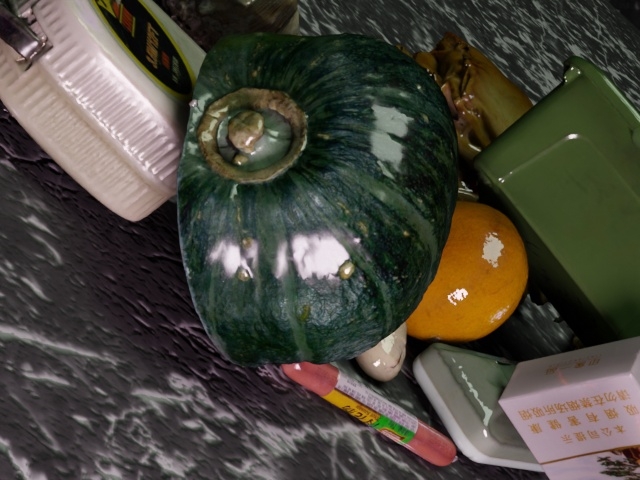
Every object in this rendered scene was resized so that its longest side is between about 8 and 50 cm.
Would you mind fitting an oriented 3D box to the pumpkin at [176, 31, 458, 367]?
[{"bbox_3d":[0.017,-0.035,1.549,0.263,0.197,0.293,73,21,-50],"label":"pumpkin"}]

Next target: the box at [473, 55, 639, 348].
[{"bbox_3d":[0.302,0.003,1.929,0.328,0.178,0.253,51,-8,18],"label":"box"}]

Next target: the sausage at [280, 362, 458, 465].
[{"bbox_3d":[0.044,0.147,1.656,0.223,0.029,0.029,34,24,-31],"label":"sausage"}]

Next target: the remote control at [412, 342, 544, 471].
[{"bbox_3d":[0.218,0.172,1.896,0.335,0.065,0.128,16,39,-54],"label":"remote control"}]

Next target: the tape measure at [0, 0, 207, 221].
[{"bbox_3d":[-0.202,-0.157,1.608,0.231,0.133,0.271,46,18,-23],"label":"tape measure"}]

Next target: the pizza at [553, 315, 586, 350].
[{"bbox_3d":[0.362,0.153,2.129,0.280,0.075,0.288,56,11,24],"label":"pizza"}]

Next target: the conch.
[{"bbox_3d":[-0.087,-0.268,1.996,0.245,0.163,0.178,68,13,-55],"label":"conch"}]

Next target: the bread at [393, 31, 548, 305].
[{"bbox_3d":[0.182,-0.099,2.170,0.324,0.167,0.277,38,22,-18],"label":"bread"}]

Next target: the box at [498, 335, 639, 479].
[{"bbox_3d":[0.290,0.206,1.767,0.233,0.149,0.067,56,44,-20],"label":"box"}]

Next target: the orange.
[{"bbox_3d":[0.130,0.035,1.862,0.156,0.156,0.124,-107,170,-49],"label":"orange"}]

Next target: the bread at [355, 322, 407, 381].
[{"bbox_3d":[0.041,0.048,1.799,0.073,0.053,0.214,33,24,-41],"label":"bread"}]
